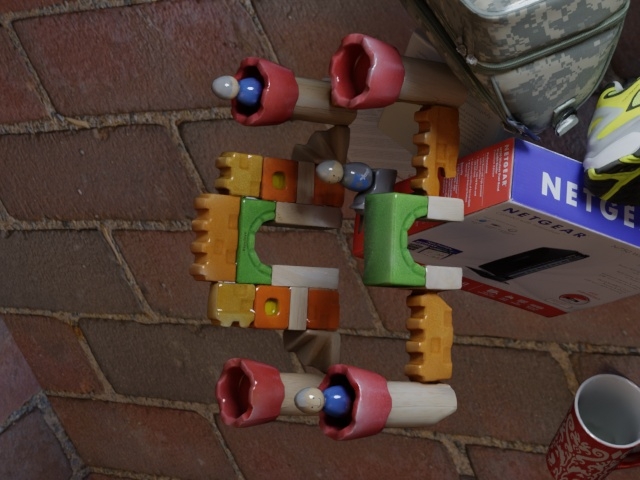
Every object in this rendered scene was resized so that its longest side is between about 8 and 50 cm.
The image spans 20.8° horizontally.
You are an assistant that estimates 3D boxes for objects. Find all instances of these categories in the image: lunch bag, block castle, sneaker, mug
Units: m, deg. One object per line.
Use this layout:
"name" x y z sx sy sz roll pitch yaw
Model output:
"lunch bag" 0.200 -0.291 1.959 0.305 0.212 0.256 58 170 29
"block castle" 0.000 0.000 2.054 0.303 0.213 0.453 -2 85 54
"sneaker" 0.450 -0.170 1.924 0.384 0.147 0.145 -21 145 33
"mug" 0.398 0.288 2.450 0.150 0.113 0.169 40 147 13

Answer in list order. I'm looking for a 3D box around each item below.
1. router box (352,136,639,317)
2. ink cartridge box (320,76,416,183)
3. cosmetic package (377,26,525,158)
"router box" 0.261 -0.007 2.164 0.335 0.082 0.301 18 158 -31
"ink cartridge box" 0.110 -0.130 2.409 0.181 0.056 0.225 8 148 41
"cosmetic package" 0.189 -0.191 2.163 0.151 0.151 0.184 38 143 13
